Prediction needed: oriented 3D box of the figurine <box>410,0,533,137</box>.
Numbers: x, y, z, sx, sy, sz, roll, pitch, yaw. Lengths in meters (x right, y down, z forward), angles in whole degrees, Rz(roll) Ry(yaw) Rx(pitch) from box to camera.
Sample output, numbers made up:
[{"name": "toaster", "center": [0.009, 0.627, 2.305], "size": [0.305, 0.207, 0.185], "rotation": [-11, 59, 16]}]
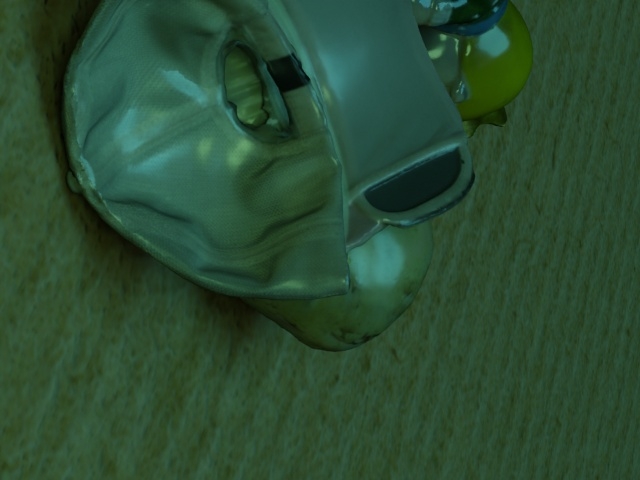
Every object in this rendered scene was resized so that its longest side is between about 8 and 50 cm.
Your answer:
[{"name": "figurine", "center": [0.073, -0.154, 1.190], "size": [0.185, 0.127, 0.234], "rotation": [-29, 155, -22]}]

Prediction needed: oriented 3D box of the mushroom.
[{"name": "mushroom", "center": [0.000, 0.000, 1.012], "size": [0.148, 0.112, 0.148], "rotation": [10, 60, -19]}]

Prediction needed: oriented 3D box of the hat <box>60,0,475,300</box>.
[{"name": "hat", "center": [-0.027, -0.091, 0.926], "size": [0.226, 0.164, 0.219], "rotation": [-45, 119, -60]}]
